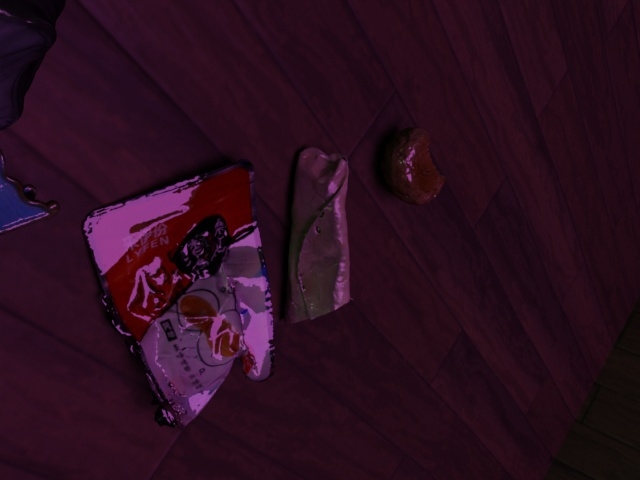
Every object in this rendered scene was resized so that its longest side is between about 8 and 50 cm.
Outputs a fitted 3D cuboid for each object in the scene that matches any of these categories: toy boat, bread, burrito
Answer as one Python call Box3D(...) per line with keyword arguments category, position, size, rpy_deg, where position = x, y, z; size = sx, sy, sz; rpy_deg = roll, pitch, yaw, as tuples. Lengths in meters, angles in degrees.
Box3D(category="toy boat", position=(-0.257, -0.093, 0.517), size=(0.077, 0.075, 0.185), rpy_deg=(-41, 129, -25))
Box3D(category="bread", position=(0.119, -0.095, 0.953), size=(0.082, 0.060, 0.113), rpy_deg=(-48, 135, -23))
Box3D(category="burrito", position=(0.000, 0.000, 0.854), size=(0.060, 0.087, 0.226), rpy_deg=(-72, 164, -71))

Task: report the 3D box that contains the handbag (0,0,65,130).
Box3D(category="handbag", position=(-0.302, -0.104, 0.330), size=(0.332, 0.192, 0.075), rpy_deg=(0, 81, -31))

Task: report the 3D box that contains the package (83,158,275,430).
Box3D(category="package", position=(-0.130, 0.064, 0.750), size=(0.194, 0.071, 0.269), rpy_deg=(-31, 116, -39))
